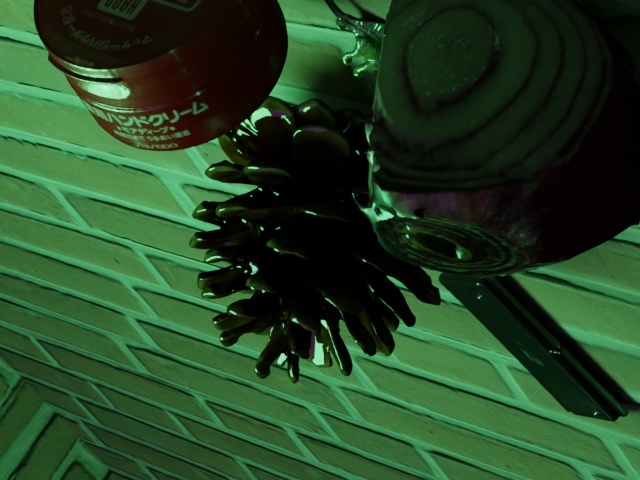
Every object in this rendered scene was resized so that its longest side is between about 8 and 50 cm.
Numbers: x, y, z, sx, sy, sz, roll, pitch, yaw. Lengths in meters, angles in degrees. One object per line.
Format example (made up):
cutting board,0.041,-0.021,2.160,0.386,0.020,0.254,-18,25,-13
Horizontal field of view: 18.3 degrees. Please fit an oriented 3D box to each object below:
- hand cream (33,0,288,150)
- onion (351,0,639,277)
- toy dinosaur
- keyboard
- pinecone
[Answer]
hand cream,-0.130,-0.180,1.653,0.193,0.193,0.125,20,157,34
onion,0.143,-0.072,1.476,0.206,0.216,0.207,5,156,11
toy dinosaur,0.041,-0.172,1.660,0.060,0.029,0.119,-11,127,41
keyboard,0.215,0.105,1.991,0.230,0.025,0.094,44,159,-25
pinecone,0.001,0.005,1.792,0.264,0.264,0.264,29,159,13
